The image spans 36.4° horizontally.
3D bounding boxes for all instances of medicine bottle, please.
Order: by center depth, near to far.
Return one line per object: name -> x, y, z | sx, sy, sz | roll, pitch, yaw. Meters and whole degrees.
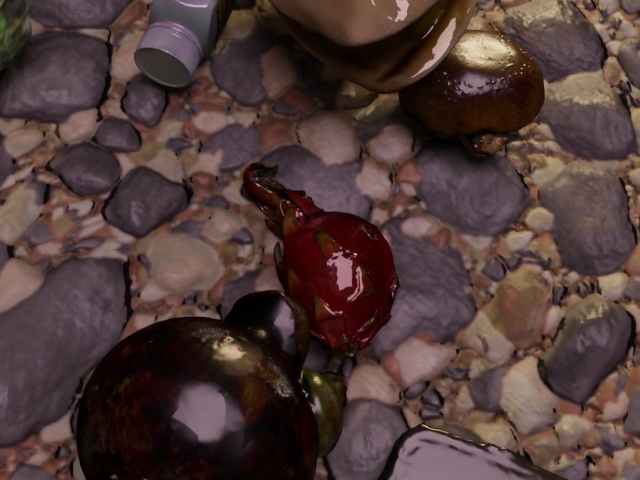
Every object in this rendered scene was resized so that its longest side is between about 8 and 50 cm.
medicine bottle -> -0.112, -0.191, 0.826 | 0.055, 0.074, 0.118 | 21, 64, 0

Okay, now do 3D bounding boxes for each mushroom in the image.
mushroom -> 0.128, -0.132, 0.841 | 0.127, 0.087, 0.127 | 3, 43, -3

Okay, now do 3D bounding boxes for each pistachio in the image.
pistachio -> 0.038, -0.262, 0.809 | 0.214, 0.193, 0.318 | -17, 58, 14

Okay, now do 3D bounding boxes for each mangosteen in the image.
mangosteen -> -0.071, 0.118, 0.650 | 0.172, 0.172, 0.184 | 29, 60, 5

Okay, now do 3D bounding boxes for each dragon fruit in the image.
dragon fruit -> 0.000, 0.000, 0.753 | 0.094, 0.094, 0.190 | -18, 58, -16

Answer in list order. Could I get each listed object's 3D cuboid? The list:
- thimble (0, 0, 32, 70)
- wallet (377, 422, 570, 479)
thimble -> -0.341, -0.201, 0.756 | 0.219, 0.150, 0.219 | 3, 65, -6
wallet -> 0.173, 0.255, 0.684 | 0.310, 0.042, 0.165 | 23, 66, 4
